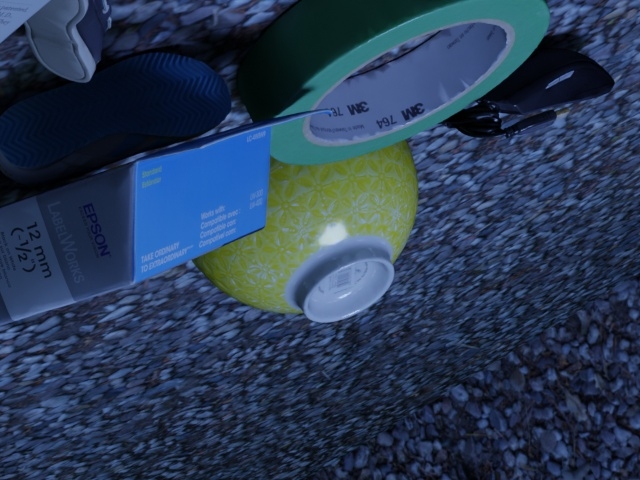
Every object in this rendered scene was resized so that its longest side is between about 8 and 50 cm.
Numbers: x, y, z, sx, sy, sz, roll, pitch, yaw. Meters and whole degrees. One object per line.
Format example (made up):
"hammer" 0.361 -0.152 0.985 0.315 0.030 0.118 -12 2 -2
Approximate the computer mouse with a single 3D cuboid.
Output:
"computer mouse" 0.244 -0.175 2.034 0.262 0.060 0.184 -14 -162 -24

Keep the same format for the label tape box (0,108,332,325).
"label tape box" -0.174 -0.018 1.686 0.348 0.115 0.249 -15 -175 29

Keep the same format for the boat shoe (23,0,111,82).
"boat shoe" -0.206 -0.204 1.435 0.206 0.075 0.065 91 21 -66

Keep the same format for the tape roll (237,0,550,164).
"tape roll" 0.076 -0.190 1.821 0.321 0.077 0.321 -23 163 -7

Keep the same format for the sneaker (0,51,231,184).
"sneaker" -0.196 -0.113 1.668 0.229 0.087 0.092 -14 171 -17

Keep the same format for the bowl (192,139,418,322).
"bowl" 0.000 0.000 2.041 0.290 0.156 0.289 -21 149 -13

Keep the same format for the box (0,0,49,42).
"box" -0.272 -0.209 1.067 0.119 0.181 0.182 -35 160 29
